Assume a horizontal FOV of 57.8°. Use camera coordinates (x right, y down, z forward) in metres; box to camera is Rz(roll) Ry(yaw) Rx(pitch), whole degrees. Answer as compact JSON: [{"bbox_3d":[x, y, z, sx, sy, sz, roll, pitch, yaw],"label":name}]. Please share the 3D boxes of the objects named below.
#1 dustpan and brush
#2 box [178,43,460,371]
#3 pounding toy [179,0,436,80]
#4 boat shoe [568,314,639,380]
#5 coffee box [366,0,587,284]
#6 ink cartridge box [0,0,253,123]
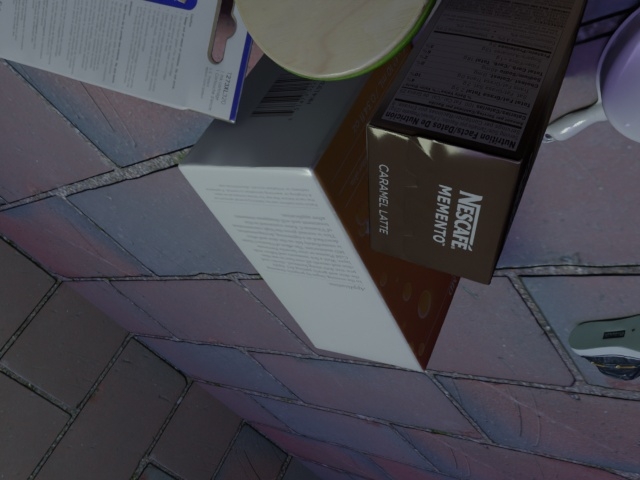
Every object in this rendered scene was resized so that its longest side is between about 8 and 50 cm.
[{"bbox_3d":[0.275,-0.123,0.506,0.147,0.060,0.211,39,143,-15],"label":"dustpan and brush"},{"bbox_3d":[0.036,-0.036,0.678,0.168,0.215,0.345,7,145,34],"label":"box"},{"bbox_3d":[0.009,-0.237,0.482,0.237,0.110,0.183,33,116,21],"label":"pounding toy"},{"bbox_3d":[0.434,0.146,0.777,0.083,0.065,0.183,38,157,-18],"label":"boat shoe"},{"bbox_3d":[0.127,-0.110,0.447,0.098,0.246,0.141,19,150,19],"label":"coffee box"},{"bbox_3d":[-0.216,-0.252,0.615,0.371,0.176,0.069,20,-166,20],"label":"ink cartridge box"}]
